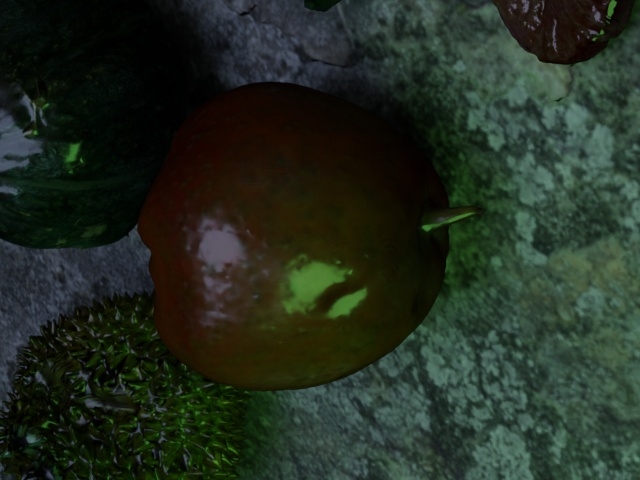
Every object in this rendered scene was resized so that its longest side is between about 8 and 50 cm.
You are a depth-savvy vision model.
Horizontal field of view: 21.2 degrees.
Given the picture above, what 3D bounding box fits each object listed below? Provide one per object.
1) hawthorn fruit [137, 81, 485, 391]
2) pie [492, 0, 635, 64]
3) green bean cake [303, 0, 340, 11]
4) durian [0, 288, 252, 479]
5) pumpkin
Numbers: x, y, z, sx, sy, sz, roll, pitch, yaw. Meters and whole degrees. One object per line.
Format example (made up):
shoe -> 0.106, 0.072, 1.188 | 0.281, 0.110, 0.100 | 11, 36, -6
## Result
hawthorn fruit -> 0.000, 0.000, 1.485 | 0.298, 0.277, 0.277 | -6, 105, 18
pie -> 0.186, -0.213, 1.362 | 0.154, 0.038, 0.153 | 19, 119, 39
green bean cake -> -0.042, -0.321, 1.469 | 0.107, 0.193, 0.208 | -37, 56, 27
durian -> -0.197, 0.190, 1.785 | 0.291, 0.225, 0.291 | -5, 77, 21
pumpkin -> -0.260, -0.156, 1.653 | 0.293, 0.263, 0.197 | 46, 129, 15
